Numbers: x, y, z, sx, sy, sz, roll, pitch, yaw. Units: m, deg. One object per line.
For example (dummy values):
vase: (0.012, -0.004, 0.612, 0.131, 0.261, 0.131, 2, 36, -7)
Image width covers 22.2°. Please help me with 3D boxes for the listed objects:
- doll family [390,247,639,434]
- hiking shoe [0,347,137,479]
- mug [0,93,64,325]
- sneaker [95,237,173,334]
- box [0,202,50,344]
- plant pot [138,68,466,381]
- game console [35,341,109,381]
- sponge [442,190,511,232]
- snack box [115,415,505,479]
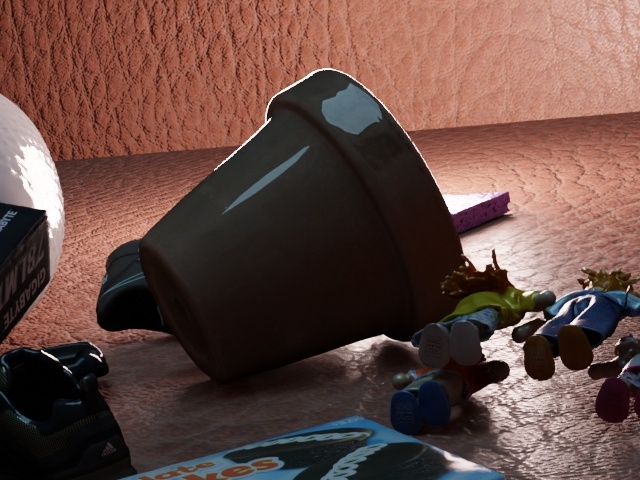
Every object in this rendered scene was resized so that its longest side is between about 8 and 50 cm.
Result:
doll family: (0.174, 0.065, 1.244, 0.263, 0.118, 0.163, -4, 10, 24)
hiking shoe: (-0.213, 0.130, 1.191, 0.227, 0.114, 0.086, 2, 13, 45)
mug: (-0.431, -0.061, 1.750, 0.276, 0.374, 0.328, -24, 18, -6)
sneaker: (-0.107, 0.057, 1.685, 0.267, 0.101, 0.106, -4, 32, 19)
box: (-0.386, 0.045, 1.203, 0.293, 0.073, 0.295, 8, 28, 9)
plant pot: (-0.030, 0.010, 1.471, 0.229, 0.263, 0.263, -29, 16, -18)
game console: (-0.366, 0.146, 1.440, 0.361, 0.044, 0.213, -11, 10, -9)
sponge: (0.144, -0.029, 2.099, 0.117, 0.031, 0.210, -1, 12, 36)
snack box: (-0.074, 0.180, 0.942, 0.322, 0.060, 0.187, -12, 10, -24)
